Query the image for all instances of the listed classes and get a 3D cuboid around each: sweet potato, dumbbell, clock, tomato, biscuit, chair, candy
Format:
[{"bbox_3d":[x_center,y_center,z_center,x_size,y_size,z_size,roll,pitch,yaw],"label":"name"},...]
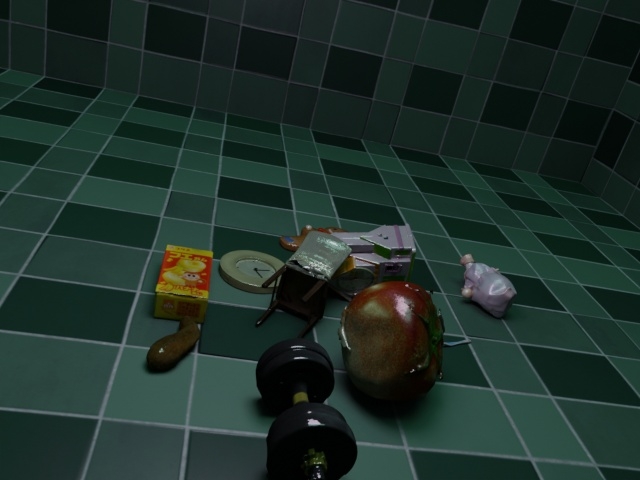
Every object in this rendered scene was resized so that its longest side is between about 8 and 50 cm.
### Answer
[{"bbox_3d":[-0.353,0.249,1.513,0.081,0.062,0.233,17,22,9],"label":"sweet potato"},{"bbox_3d":[-0.039,0.364,1.301,0.185,0.185,0.388,8,25,-14],"label":"dumbbell"},{"bbox_3d":[-0.209,0.098,1.940,0.234,0.029,0.235,13,24,-6],"label":"clock"},{"bbox_3d":[0.129,0.079,1.936,0.309,0.235,0.166,0,41,-4],"label":"clock"},{"bbox_3d":[0.179,0.251,1.537,0.238,0.304,0.303,-7,17,23],"label":"tomato"},{"bbox_3d":[0.001,-0.002,2.237,0.205,0.049,0.324,31,28,33],"label":"biscuit"},{"bbox_3d":[-0.045,0.127,1.758,0.160,0.186,0.319,21,33,15],"label":"chair"},{"bbox_3d":[-0.386,0.118,1.728,0.146,0.088,0.276,7,27,-12],"label":"candy"}]

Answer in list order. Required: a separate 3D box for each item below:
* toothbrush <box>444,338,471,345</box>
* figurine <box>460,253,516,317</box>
[{"bbox_3d":[0.397,0.310,1.834,0.162,0.017,0.014,-2,36,-31],"label":"toothbrush"},{"bbox_3d":[0.578,0.154,2.118,0.200,0.133,0.276,0,28,-21],"label":"figurine"}]
